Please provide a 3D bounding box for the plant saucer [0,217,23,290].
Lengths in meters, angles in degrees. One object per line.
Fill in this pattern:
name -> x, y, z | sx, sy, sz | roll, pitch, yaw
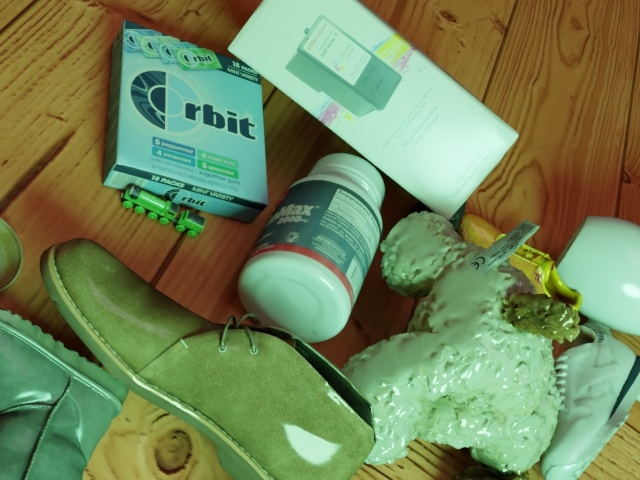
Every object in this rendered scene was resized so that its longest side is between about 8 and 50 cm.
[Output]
plant saucer -> -0.282, 0.011, 0.736 | 0.083, 0.015, 0.083 | 19, 50, -25

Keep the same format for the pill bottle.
pill bottle -> 0.000, 0.000, 0.887 | 0.108, 0.108, 0.180 | 36, 44, -10

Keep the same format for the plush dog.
plush dog -> 0.160, 0.122, 0.869 | 0.225, 0.210, 0.262 | 56, 42, -43

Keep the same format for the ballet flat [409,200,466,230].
ballet flat -> 0.125, -0.005, 1.038 | 0.173, 0.057, 0.049 | -57, 139, -44

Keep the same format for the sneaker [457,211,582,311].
sneaker -> 0.234, 0.023, 1.073 | 0.175, 0.067, 0.064 | 41, 46, -3

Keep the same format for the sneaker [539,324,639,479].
sneaker -> 0.277, 0.178, 0.994 | 0.095, 0.090, 0.235 | 39, 39, 12

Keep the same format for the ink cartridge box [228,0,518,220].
ink cartridge box -> 0.026, -0.190, 0.981 | 0.353, 0.119, 0.207 | 38, 13, -8

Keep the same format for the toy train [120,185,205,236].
toy train -> -0.146, -0.028, 0.859 | 0.083, 0.023, 0.017 | 26, 47, -20

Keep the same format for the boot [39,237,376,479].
boot -> -0.083, 0.087, 0.737 | 0.305, 0.115, 0.112 | 42, 18, -8

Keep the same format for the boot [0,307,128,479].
boot -> -0.237, 0.158, 0.632 | 0.189, 0.076, 0.209 | 31, 52, -15

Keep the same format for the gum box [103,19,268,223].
gum box -> -0.133, -0.119, 0.922 | 0.157, 0.041, 0.184 | 14, 53, -28

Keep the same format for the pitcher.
pitcher -> 0.373, 0.082, 1.101 | 0.207, 0.178, 0.125 | 33, 3, 9
